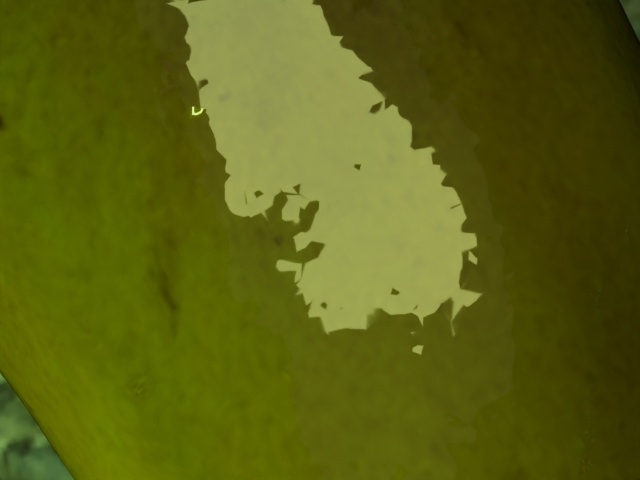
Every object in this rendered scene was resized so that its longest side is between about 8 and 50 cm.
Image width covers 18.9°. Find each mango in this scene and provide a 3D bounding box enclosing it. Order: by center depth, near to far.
[{"bbox_3d":[0.000,0.000,0.551,0.211,0.173,0.317,-23,74,2],"label":"mango"}]
